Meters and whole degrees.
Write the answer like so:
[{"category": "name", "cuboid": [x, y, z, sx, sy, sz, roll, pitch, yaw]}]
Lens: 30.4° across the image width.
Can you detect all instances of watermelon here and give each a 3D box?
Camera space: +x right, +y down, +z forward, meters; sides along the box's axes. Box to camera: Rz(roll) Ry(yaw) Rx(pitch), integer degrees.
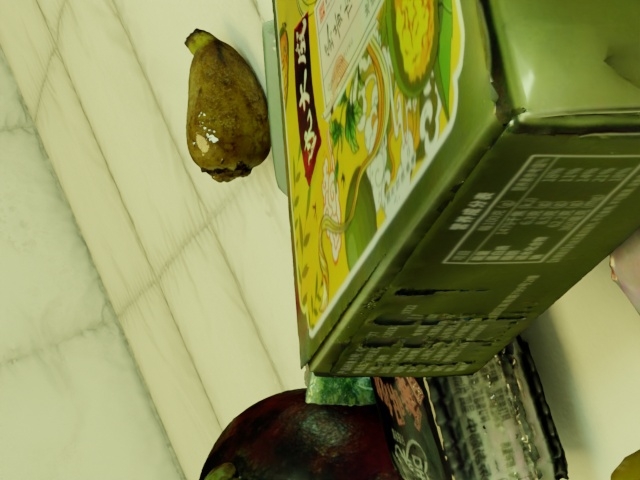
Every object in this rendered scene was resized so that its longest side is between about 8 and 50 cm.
[{"category": "watermelon", "cuboid": [0.020, 0.104, 1.332, 0.241, 0.094, 0.154, 142, 127, -82]}]

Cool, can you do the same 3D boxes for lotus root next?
[{"category": "lotus root", "cuboid": [-0.117, -0.168, 1.403, 0.094, 0.108, 0.191, -12, 87, 42]}]

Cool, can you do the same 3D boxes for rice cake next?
[{"category": "rice cake", "cuboid": [-0.028, -0.132, 1.306, 0.080, 0.042, 0.222, 46, 149, 46]}]

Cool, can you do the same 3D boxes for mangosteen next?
[{"category": "mangosteen", "cuboid": [-0.019, 0.331, 1.318, 0.306, 0.359, 0.306, 11, 111, 31]}]

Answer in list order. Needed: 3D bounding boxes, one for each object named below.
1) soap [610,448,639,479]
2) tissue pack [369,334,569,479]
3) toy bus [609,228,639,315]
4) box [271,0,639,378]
[{"category": "soap", "cuboid": [0.260, 0.209, 0.599, 0.338, 0.304, 0.169, 2, 116, 67]}, {"category": "tissue pack", "cuboid": [0.101, 0.077, 1.096, 0.245, 0.123, 0.332, -171, 64, -78]}, {"category": "toy bus", "cuboid": [0.267, -0.024, 0.585, 0.147, 0.127, 0.303, 58, 158, 7]}, {"category": "box", "cuboid": [0.077, -0.145, 0.755, 0.420, 0.138, 0.373, 121, 145, -64]}]
